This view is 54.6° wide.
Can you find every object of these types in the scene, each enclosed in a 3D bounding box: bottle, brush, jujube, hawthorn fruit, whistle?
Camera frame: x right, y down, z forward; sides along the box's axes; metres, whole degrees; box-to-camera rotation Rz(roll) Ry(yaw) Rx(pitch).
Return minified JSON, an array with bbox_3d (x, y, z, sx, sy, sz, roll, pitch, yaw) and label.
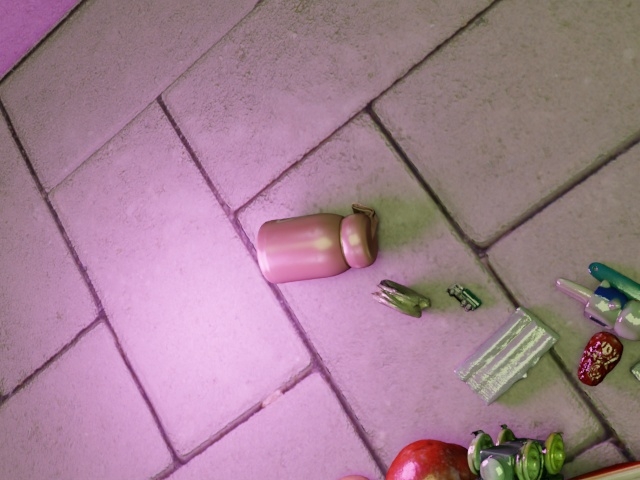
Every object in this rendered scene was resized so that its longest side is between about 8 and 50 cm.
[{"bbox_3d":[0.000,0.000,1.615,0.297,0.173,0.206,-9,46,20],"label":"bottle"},{"bbox_3d":[0.697,0.110,1.402,0.193,0.032,0.043,38,102,33],"label":"brush"},{"bbox_3d":[0.621,0.265,1.382,0.077,0.077,0.129,28,98,22],"label":"jujube"},{"bbox_3d":[0.242,0.575,1.426,0.272,0.242,0.241,-10,78,48],"label":"hawthorn fruit"},{"bbox_3d":[0.641,0.148,1.375,0.245,0.110,0.092,33,85,30],"label":"whistle"}]

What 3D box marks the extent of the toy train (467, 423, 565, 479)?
[{"bbox_3d":[0.421,0.503,1.324,0.159,0.272,0.188,-5,80,41],"label":"toy train"}]

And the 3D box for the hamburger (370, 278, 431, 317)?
[{"bbox_3d":[0.197,0.143,1.530,0.133,0.140,0.062,27,94,56],"label":"hamburger"}]

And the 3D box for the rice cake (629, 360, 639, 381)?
[{"bbox_3d":[0.775,0.215,1.345,0.245,0.045,0.042,-47,67,10],"label":"rice cake"}]

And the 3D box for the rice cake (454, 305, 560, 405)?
[{"bbox_3d":[0.441,0.273,1.468,0.127,0.043,0.237,45,100,19],"label":"rice cake"}]

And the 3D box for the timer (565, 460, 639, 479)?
[{"bbox_3d":[0.602,0.595,1.251,0.250,0.161,0.257,-11,77,-15],"label":"timer"}]

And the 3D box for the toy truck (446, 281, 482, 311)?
[{"bbox_3d":[0.354,0.139,1.524,0.044,0.039,0.083,-43,71,-7],"label":"toy truck"}]

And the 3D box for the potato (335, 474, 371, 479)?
[{"bbox_3d":[0.088,0.635,1.524,0.147,0.112,0.111,3,84,28],"label":"potato"}]
